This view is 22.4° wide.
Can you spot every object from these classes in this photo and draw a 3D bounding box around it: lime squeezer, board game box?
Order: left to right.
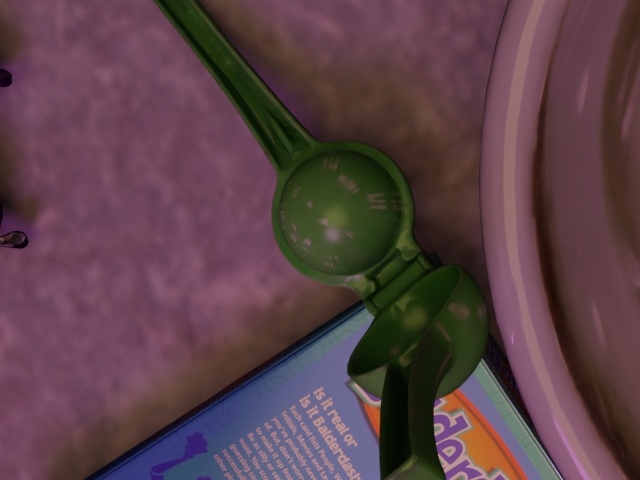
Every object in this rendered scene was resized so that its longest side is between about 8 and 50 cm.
[{"bbox_3d":[0.000,0.000,0.587,0.110,0.310,0.059,19,118,-35],"label":"lime squeezer"},{"bbox_3d":[0.002,0.128,0.665,0.210,0.047,0.160,-33,90,13],"label":"board game box"}]

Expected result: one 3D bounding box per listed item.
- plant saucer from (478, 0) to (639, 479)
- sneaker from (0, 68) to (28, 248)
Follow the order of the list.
[{"bbox_3d":[0.258,-0.024,0.571,0.400,0.100,0.401,1,98,9],"label":"plant saucer"},{"bbox_3d":[-0.182,-0.096,0.665,0.098,0.083,0.224,-10,101,-9],"label":"sneaker"}]
